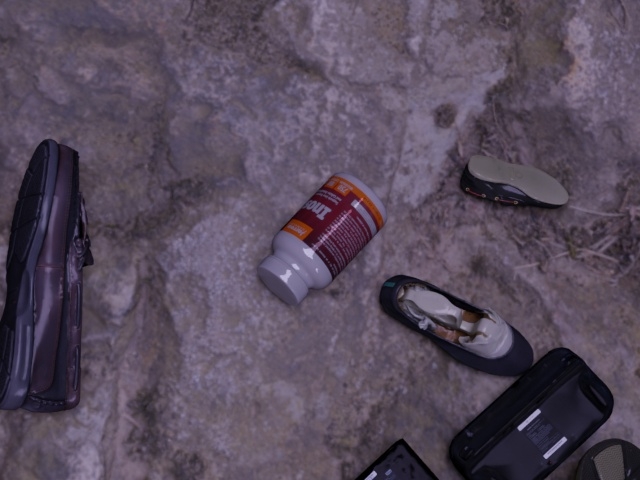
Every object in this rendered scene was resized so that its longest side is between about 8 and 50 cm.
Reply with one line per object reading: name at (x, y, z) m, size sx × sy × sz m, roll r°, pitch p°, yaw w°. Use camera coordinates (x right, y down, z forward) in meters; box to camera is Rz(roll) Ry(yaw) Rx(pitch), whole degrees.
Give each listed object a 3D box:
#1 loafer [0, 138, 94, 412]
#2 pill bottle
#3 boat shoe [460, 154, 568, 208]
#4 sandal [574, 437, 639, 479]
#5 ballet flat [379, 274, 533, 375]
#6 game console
loafer at (-0.297, 0.042, 1.635) m, size 0.095 × 0.109 × 0.303 m, roll 13°, pitch 79°, yaw -28°
pill bottle at (0.000, 0.000, 1.699) m, size 0.086 × 0.086 × 0.152 m, roll 42°, pitch 72°, yaw 2°
boat shoe at (0.236, -0.065, 1.788) m, size 0.133 × 0.042 × 0.049 m, roll 16°, pitch 48°, yaw -8°
sandal at (0.355, 0.375, 1.681) m, size 0.120 × 0.086 × 0.303 m, roll -21°, pitch 95°, yaw -21°
ballet flat at (0.163, 0.099, 1.715) m, size 0.203 × 0.074 × 0.074 m, roll 28°, pitch 72°, yaw -3°
game console at (0.196, 0.277, 1.683) m, size 0.361 × 0.044 × 0.213 m, roll -40°, pitch 87°, yaw -14°
